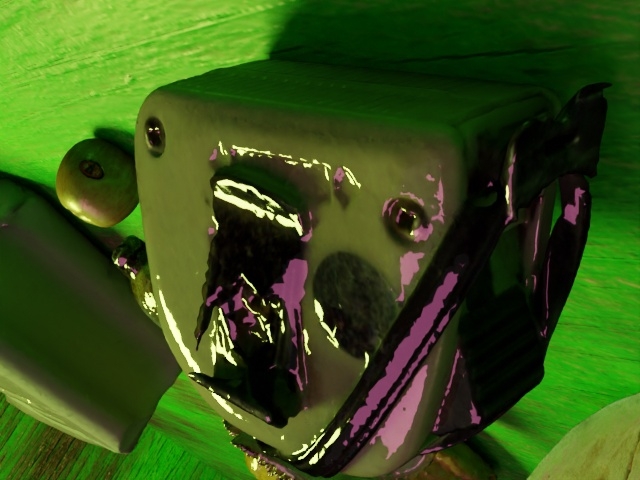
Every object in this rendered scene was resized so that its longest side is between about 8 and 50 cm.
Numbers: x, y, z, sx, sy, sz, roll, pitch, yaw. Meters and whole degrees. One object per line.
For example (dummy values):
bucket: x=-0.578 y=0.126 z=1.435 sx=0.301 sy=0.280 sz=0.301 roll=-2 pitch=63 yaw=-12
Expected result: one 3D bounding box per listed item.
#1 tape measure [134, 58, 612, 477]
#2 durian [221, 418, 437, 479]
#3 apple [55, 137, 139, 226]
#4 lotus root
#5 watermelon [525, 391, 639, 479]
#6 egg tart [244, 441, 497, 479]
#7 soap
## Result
tape measure: x=0.018 y=0.027 z=0.559 sx=0.271 sy=0.133 sz=0.232 roll=11 pitch=115 yaw=40
durian: x=0.020 y=0.179 z=1.067 sx=0.237 sy=0.193 sz=0.138 roll=51 pitch=-163 yaw=-23
apple: x=-0.199 y=-0.050 z=0.934 sx=0.084 sy=0.071 sz=0.084 roll=28 pitch=162 yaw=10
lotus root: x=-0.141 y=0.063 z=1.117 sx=0.192 sy=0.088 sz=0.113 roll=37 pitch=167 yaw=-17
watermelon: x=0.295 y=0.252 z=0.725 sx=0.222 sy=0.292 sz=0.319 roll=27 pitch=121 yaw=-8
egg tart: x=0.042 y=0.266 z=1.264 sx=0.339 sy=0.153 sz=0.351 roll=17 pitch=158 yaw=29
soap: x=-0.416 y=0.089 z=1.423 sx=0.350 sy=0.213 sz=0.435 roll=19 pitch=157 yaw=35
